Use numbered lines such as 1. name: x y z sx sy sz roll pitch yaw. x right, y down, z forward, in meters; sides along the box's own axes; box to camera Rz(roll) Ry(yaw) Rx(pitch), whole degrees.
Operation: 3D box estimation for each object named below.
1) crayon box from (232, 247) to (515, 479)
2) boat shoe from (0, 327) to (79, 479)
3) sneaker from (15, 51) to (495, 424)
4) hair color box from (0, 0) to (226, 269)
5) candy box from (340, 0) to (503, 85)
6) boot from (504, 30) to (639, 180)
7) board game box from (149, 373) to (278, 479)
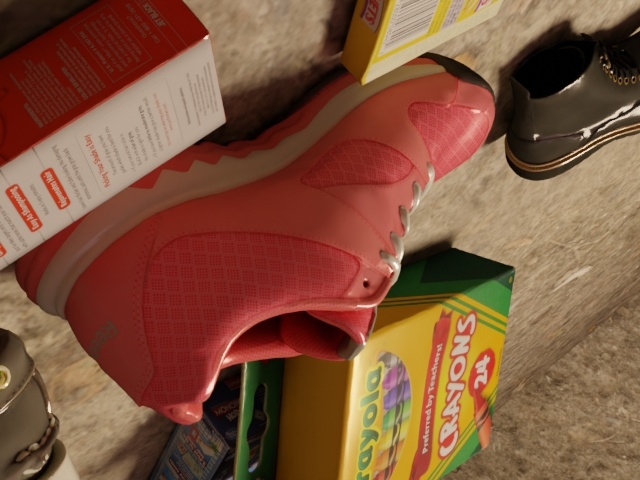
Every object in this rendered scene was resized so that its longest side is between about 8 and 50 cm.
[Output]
1. crayon box: 0.056 0.141 0.949 0.318 0.081 0.202 -18 120 -48
2. boat shoe: -0.260 0.131 0.459 0.305 0.091 0.109 -22 -162 -31
3. sneaker: 0.000 0.000 0.574 0.314 0.136 0.116 -27 159 -34
4. hair color box: -0.109 -0.041 0.419 0.141 0.043 0.072 -36 161 -14
5. candy box: 0.073 -0.164 0.501 0.105 0.027 0.206 -33 161 -26
6. boot: 0.230 -0.134 0.808 0.198 0.077 0.137 -39 156 -5
7. board game box: -0.079 0.195 0.995 0.194 0.060 0.194 -16 151 -49
